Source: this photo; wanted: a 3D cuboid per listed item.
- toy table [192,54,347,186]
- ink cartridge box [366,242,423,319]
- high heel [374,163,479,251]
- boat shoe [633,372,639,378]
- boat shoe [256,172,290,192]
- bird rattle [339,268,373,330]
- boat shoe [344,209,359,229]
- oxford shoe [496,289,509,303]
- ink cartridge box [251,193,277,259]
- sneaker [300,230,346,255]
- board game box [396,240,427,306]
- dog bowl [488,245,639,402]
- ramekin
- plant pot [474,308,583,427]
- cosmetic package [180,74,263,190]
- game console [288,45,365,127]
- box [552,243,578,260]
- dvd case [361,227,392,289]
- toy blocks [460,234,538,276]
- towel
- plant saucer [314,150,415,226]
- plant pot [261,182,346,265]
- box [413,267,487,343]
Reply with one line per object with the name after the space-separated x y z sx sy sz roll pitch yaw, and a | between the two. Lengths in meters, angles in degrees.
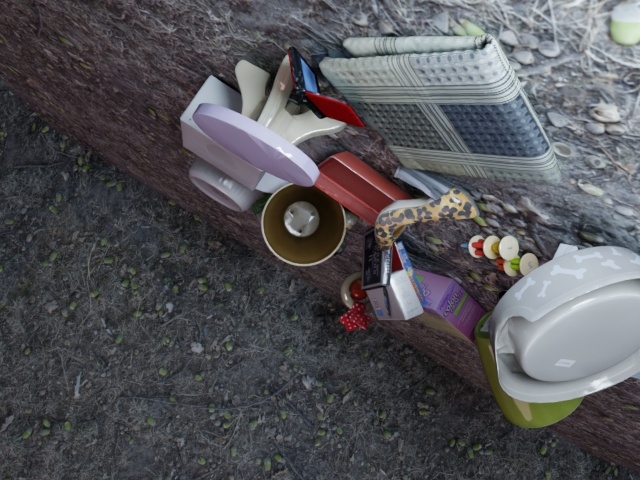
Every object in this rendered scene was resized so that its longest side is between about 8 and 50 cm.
-0.095 -0.242 1.105 0.274 0.161 0.252 32 167 -6 | toy table
0.193 0.113 1.697 0.296 0.066 0.261 139 109 -77 | ink cartridge box
0.217 -0.029 1.178 0.186 0.093 0.261 32 139 17 | high heel
0.665 0.243 1.264 0.306 0.113 0.105 13 -173 -29 | boat shoe
-0.222 -0.237 1.592 0.301 0.108 0.102 23 -156 -19 | boat shoe
0.163 0.227 2.190 0.207 0.253 0.143 55 168 3 | bird rattle
0.062 -0.055 1.698 0.063 0.059 0.170 33 167 -10 | boat shoe
0.557 0.191 1.435 0.227 0.083 0.096 19 158 42 | oxford shoe
-0.166 -0.044 2.008 0.208 0.086 0.153 61 171 11 | ink cartridge box
0.000 0.000 1.972 0.135 0.098 0.276 39 164 -24 | sneaker
0.251 0.111 1.681 0.136 0.035 0.201 124 125 -76 | board game box
0.465 0.153 0.992 0.349 0.348 0.102 41 -157 -38 | dog bowl
-0.317 -0.205 1.859 0.272 0.127 0.273 29 167 7 | ramekin
0.588 0.349 1.639 0.293 0.275 0.275 52 162 -17 | plant pot
-0.216 -0.258 1.381 0.224 0.138 0.224 33 166 -7 | cosmetic package
0.013 -0.258 0.942 0.085 0.124 0.144 -12 172 15 | game console
0.501 0.116 1.118 0.038 0.145 0.186 17 162 47 | box
0.163 0.051 1.624 0.029 0.179 0.238 5 171 -9 | dvd case
0.399 0.035 1.255 0.123 0.054 0.148 36 167 -20 | toy blocks
0.189 -0.202 0.873 0.324 0.056 0.312 15 163 46 | towel
0.103 -0.124 1.358 0.258 0.048 0.259 34 168 -11 | plant saucer
-0.053 -0.059 1.657 0.237 0.237 0.254 33 -177 -6 | plant pot
0.388 0.209 1.821 0.243 0.117 0.213 39 166 -34 | box
